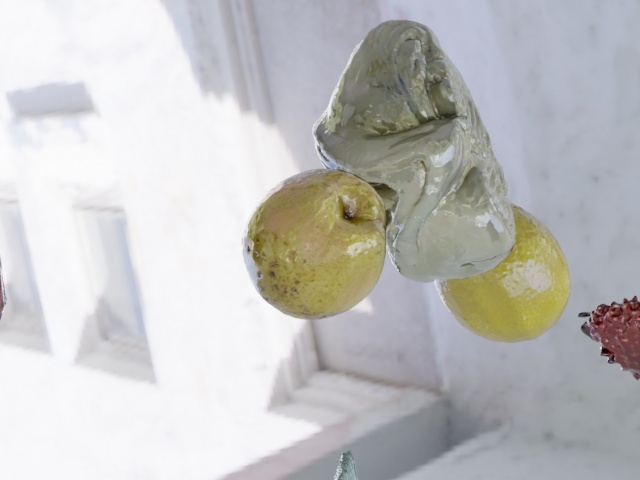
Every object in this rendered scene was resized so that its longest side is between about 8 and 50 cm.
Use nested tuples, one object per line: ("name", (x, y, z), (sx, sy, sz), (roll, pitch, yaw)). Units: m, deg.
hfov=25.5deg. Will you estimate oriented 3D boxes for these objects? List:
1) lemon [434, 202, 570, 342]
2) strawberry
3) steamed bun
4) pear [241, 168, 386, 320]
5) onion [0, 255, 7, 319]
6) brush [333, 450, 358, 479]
("lemon", (0.335, 0.055, 2.651), (0.245, 0.320, 0.245), (-26, -152, 15))
("strawberry", (0.438, 0.115, 1.776), (0.167, 0.087, 0.208), (22, 145, -22))
("steamed bun", (0.122, -0.105, 2.011), (0.247, 0.352, 0.339), (-21, -139, 11))
("pear", (0.000, 0.000, 1.594), (0.178, 0.178, 0.178), (-10, -169, 2))
("onion", (-0.430, 0.003, 1.598), (0.120, 0.283, 0.227), (-18, -156, -9))
("brush", (0.040, 0.265, 1.054), (0.011, 0.205, 0.083), (-14, -174, 8))
